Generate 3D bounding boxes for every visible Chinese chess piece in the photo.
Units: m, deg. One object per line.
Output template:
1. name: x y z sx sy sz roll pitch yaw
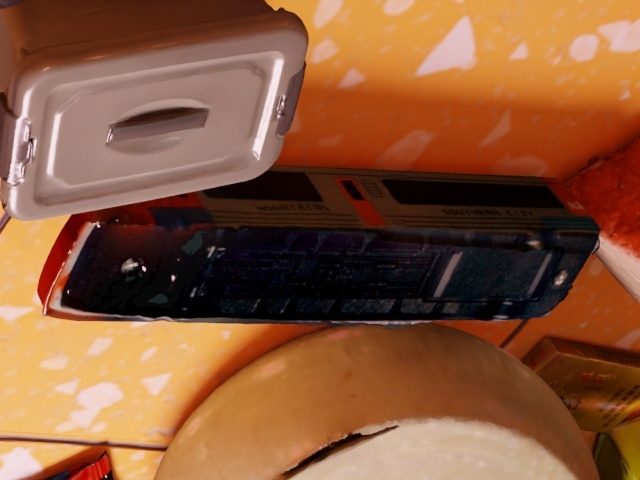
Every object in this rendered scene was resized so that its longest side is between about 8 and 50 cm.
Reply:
1. Chinese chess piece: 0.042 0.228 1.453 0.349 0.146 0.349 -8 122 -13

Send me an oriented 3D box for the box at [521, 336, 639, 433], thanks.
1. box: 0.215 0.122 1.633 0.156 0.022 0.089 13 127 -45

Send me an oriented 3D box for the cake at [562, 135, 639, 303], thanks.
1. cake: 0.324 -0.033 1.391 0.262 0.159 0.158 -37 142 8

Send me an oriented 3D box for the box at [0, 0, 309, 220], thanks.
1. box: -0.104 -0.091 1.070 0.172 0.093 0.124 -11 141 -25

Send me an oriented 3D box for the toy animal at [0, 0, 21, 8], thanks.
1. toy animal: -0.027 -0.198 0.982 0.343 0.106 0.168 -6 147 -20

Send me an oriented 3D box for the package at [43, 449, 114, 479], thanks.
1. package: -0.241 0.214 1.426 0.200 0.022 0.083 -22 146 -12

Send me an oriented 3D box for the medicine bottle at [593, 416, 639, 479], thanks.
1. medicine bottle: 0.346 0.275 1.727 0.141 0.250 0.137 -15 145 -15

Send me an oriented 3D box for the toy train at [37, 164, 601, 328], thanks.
1. toy train: 0.000 0.000 1.266 0.409 0.089 0.086 2 131 -36
